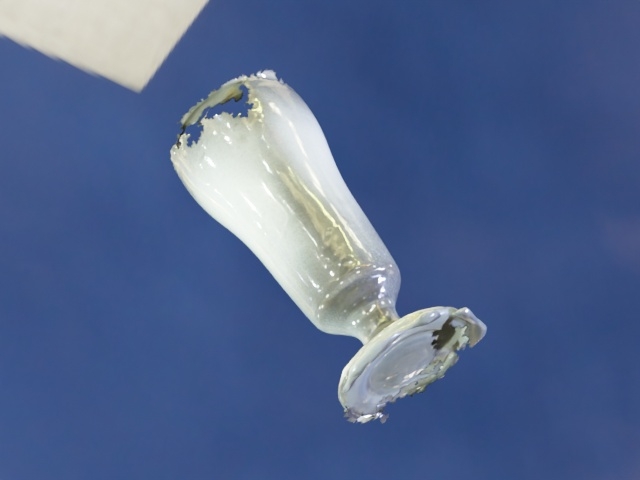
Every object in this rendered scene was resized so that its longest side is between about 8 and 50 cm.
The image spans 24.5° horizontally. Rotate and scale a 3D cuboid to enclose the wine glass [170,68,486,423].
[{"bbox_3d":[0.000,0.000,0.641,0.072,0.155,0.072,-24,-34,-18],"label":"wine glass"}]
